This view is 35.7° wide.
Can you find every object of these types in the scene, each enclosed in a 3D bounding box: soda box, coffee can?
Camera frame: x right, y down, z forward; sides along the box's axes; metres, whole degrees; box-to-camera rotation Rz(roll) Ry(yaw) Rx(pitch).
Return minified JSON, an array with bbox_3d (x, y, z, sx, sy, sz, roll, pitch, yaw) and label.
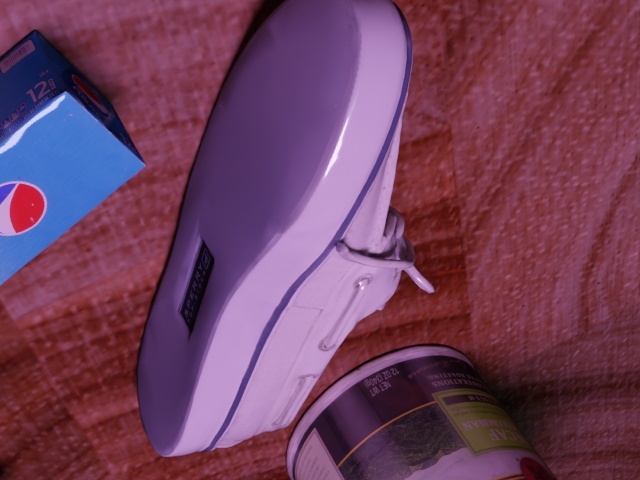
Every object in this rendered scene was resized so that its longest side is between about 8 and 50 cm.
[{"bbox_3d":[-0.205,-0.012,0.544,0.210,0.067,0.071,-38,138,4],"label":"soda box"},{"bbox_3d":[0.115,0.253,0.828,0.202,0.275,0.201,-18,135,-19],"label":"coffee can"}]

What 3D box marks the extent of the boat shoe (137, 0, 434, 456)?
[{"bbox_3d":[0.003,0.007,0.643,0.157,0.136,0.367,0,130,-31],"label":"boat shoe"}]
